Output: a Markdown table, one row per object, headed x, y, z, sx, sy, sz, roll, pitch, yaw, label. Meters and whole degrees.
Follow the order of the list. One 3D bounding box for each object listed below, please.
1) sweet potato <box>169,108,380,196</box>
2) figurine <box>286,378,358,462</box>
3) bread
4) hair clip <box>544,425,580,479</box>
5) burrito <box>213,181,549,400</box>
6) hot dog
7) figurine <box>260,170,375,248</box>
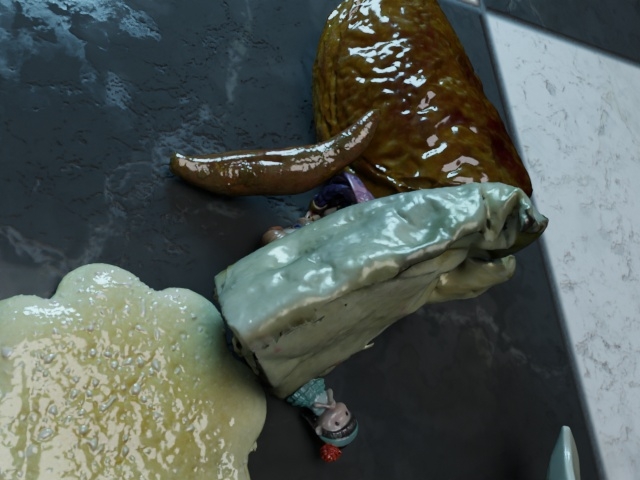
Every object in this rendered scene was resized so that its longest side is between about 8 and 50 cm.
| x | y | z | sx | sy | sz | roll | pitch | yaw | label |
| --- | --- | --- | --- | --- | --- | --- | --- | --- | --- |
| -0.043 | -0.089 | 0.817 | 0.255 | 0.058 | 0.078 | -14 | 92 | -9 | sweet potato |
| -0.003 | 0.184 | 0.766 | 0.106 | 0.047 | 0.060 | 55 | 40 | 2 | figurine |
| -0.183 | 0.165 | 0.647 | 0.316 | 0.054 | 0.316 | 13 | 63 | -28 | bread |
| 0.306 | 0.388 | 0.820 | 0.282 | 0.113 | 0.172 | 61 | 17 | -10 | hair clip |
| 0.059 | 0.028 | 0.711 | 0.332 | 0.190 | 0.135 | -25 | 60 | -11 | burrito |
| 0.128 | -0.167 | 0.943 | 0.267 | 0.174 | 0.387 | 1 | 59 | -37 | hot dog |
| 0.004 | 0.004 | 0.826 | 0.157 | 0.114 | 0.126 | -40 | 55 | -14 | figurine |
